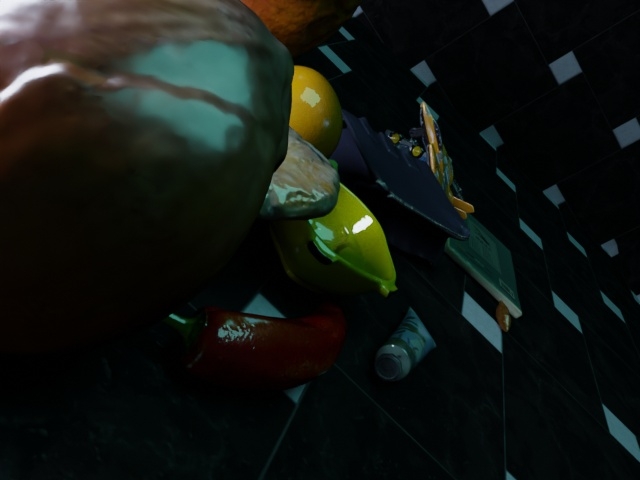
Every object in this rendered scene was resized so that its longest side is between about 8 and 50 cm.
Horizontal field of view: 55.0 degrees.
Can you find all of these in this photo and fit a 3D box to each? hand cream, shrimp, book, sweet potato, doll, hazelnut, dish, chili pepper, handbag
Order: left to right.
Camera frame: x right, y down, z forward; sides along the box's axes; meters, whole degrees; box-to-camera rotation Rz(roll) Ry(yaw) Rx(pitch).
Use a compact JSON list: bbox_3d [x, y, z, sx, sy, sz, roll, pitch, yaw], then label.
[{"bbox_3d":[-0.196,-0.081,0.519,0.315,0.372,0.372,61,7,-47],"label":"hazelnut"},{"bbox_3d":[-0.176,-0.148,0.816,0.445,0.110,0.221,30,33,9],"label":"shrimp"},{"bbox_3d":[-0.060,0.119,0.728,0.137,0.092,0.368,35,10,33],"label":"chili pepper"},{"bbox_3d":[-0.041,-0.181,1.071,0.236,0.213,0.213,54,21,-20],"label":"doll"},{"bbox_3d":[0.000,0.000,0.949,0.221,0.108,0.262,28,29,-34],"label":"dish"},{"bbox_3d":[0.154,-0.121,1.353,0.303,0.122,0.329,25,32,-34],"label":"handbag"},{"bbox_3d":[0.137,0.167,0.989,0.088,0.055,0.256,54,19,8],"label":"hand cream"},{"bbox_3d":[0.433,0.029,1.663,0.264,0.031,0.379,43,25,-7],"label":"book"},{"bbox_3d":[0.423,0.178,1.422,0.034,0.034,0.095,35,38,-21],"label":"sweet potato"}]

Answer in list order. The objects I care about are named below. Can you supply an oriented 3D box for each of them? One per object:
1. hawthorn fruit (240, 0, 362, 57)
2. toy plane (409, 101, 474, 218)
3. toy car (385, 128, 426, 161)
[{"bbox_3d":[-0.109,-0.570,1.247,0.471,0.472,0.472,35,27,-21],"label":"hawthorn fruit"},{"bbox_3d":[0.286,-0.191,1.564,0.204,0.103,0.316,-34,104,-48],"label":"toy plane"},{"bbox_3d":[0.245,-0.231,1.703,0.191,0.100,0.097,38,17,36],"label":"toy car"}]
